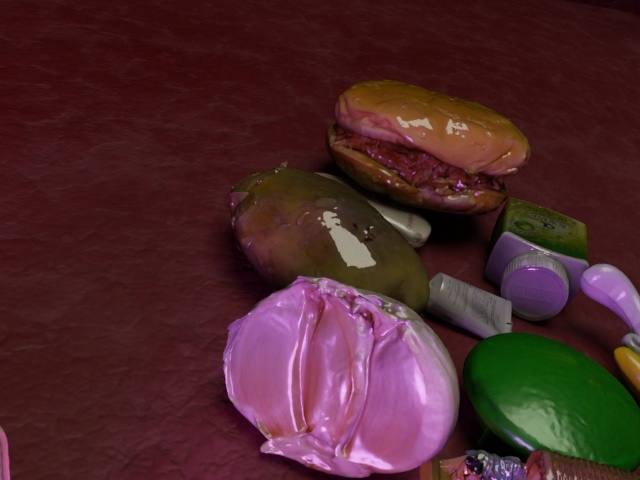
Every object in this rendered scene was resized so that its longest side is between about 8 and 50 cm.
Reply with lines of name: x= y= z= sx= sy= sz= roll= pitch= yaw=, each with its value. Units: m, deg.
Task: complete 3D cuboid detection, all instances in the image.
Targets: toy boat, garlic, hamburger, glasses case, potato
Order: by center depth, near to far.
toy boat: x=0.239 y=0.252 z=0.706 sx=0.310 sy=0.115 sz=0.089 roll=18 pitch=31 yaw=1
garlic: x=0.032 y=0.121 z=0.757 sx=0.229 sy=0.178 sz=0.142 roll=17 pitch=13 yaw=27
potato: x=0.000 y=0.000 z=0.956 sx=0.296 sy=0.141 sz=0.191 roll=36 pitch=33 yaw=31
glasses case: x=0.062 y=-0.044 z=1.136 sx=0.204 sy=0.051 sz=0.081 roll=23 pitch=27 yaw=7
hamburger: x=0.153 y=-0.150 z=1.201 sx=0.318 sy=0.158 sz=0.319 roll=15 pitch=17 yaw=-5

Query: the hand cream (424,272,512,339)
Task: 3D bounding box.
hand cream: x=0.181 y=0.084 z=1.009 sx=0.142 sy=0.053 sz=0.084 roll=25 pitch=44 yaw=-8

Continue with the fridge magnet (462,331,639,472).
fridge magnet: x=0.250 y=0.179 z=0.851 sx=0.208 sy=0.088 sz=0.208 roll=14 pitch=32 yaw=-9

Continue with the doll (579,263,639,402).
doll: x=0.454 y=0.150 z=0.974 sx=0.237 sy=0.111 sz=0.252 roll=14 pitch=43 yaw=-13

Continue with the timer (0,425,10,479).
timer: x=-0.294 y=0.199 z=0.387 sx=0.257 sy=0.250 sz=0.161 roll=-13 pitch=43 yaw=-40

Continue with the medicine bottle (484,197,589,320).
medicine bottle: x=0.306 y=0.028 z=1.113 sx=0.132 sy=0.088 sz=0.188 roll=21 pitch=31 yaw=5
